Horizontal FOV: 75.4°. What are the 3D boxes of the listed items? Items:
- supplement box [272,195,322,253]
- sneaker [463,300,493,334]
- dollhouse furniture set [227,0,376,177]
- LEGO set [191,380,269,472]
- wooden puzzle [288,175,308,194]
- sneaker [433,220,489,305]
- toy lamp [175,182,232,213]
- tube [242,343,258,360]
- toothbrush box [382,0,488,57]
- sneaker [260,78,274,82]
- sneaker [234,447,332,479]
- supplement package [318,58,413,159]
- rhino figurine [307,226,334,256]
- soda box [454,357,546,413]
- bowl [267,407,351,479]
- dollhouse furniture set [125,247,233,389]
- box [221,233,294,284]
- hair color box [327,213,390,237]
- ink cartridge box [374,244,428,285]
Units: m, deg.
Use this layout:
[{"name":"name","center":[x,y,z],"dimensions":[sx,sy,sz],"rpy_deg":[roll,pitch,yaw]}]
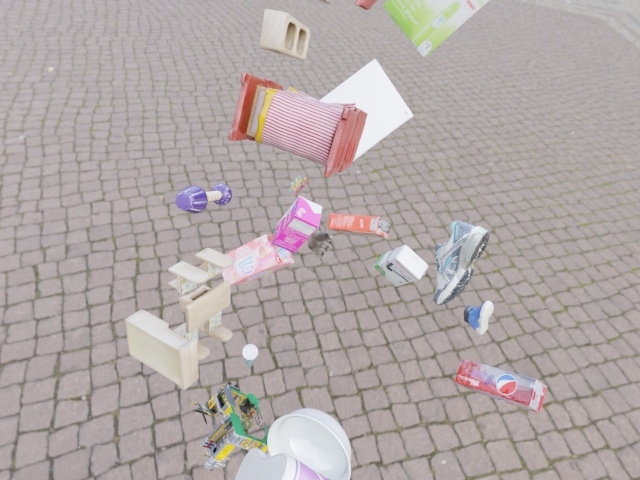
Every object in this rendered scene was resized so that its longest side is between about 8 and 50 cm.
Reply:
[{"name":"supplement box","center":[-0.096,-0.061,1.687],"dimensions":[0.114,0.220,0.111],"rpy_deg":[25,48,-19]},{"name":"sneaker","center":[0.508,0.235,1.351],"dimensions":[0.058,0.152,0.084],"rpy_deg":[-32,47,-19]},{"name":"dollhouse furniture set","center":[-0.004,-0.322,0.704],"dimensions":[0.201,0.374,0.152],"rpy_deg":[20,20,13]},{"name":"LEGO set","center":[-0.336,0.721,1.553],"dimensions":[0.192,0.255,0.331],"rpy_deg":[-48,44,3]},{"name":"wooden puzzle","center":[-0.078,-0.185,1.379],"dimensions":[0.006,0.083,0.049],"rpy_deg":[21,33,-53]},{"name":"sneaker","center":[0.404,0.068,1.265],"dimensions":[0.110,0.283,0.122],"rpy_deg":[-8,35,-46]},{"name":"toy lamp","center":[-0.328,-0.124,1.173],"dimensions":[0.080,0.080,0.274],"rpy_deg":[14,13,3]},{"name":"tube","center":[-0.260,0.413,1.488],"dimensions":[0.052,0.207,0.080],"rpy_deg":[-7,71,-16]},{"name":"toothbrush box","center":[0.357,-0.718,1.199],"dimensions":[0.206,0.283,0.122],"rpy_deg":[47,54,-11]},{"name":"sneaker","center":[-0.156,-0.437,1.242],"dimensions":[0.083,0.087,0.221],"rpy_deg":[-11,15,-9]},{"name":"sneaker","center":[-0.061,0.470,0.767],"dimensions":[0.161,0.282,0.102],"rpy_deg":[32,58,-14]},{"name":"supplement package","center":[0.109,-0.382,1.284],"dimensions":[0.262,0.145,0.204],"rpy_deg":[-37,100,2]},{"name":"rhino figurine","center":[0.000,0.000,1.888],"dimensions":[0.106,0.243,0.073],"rpy_deg":[31,69,-1]},{"name":"soda box","center":[0.587,0.475,1.365],"dimensions":[0.263,0.083,0.092],"rpy_deg":[3,62,53]},{"name":"bowl","center":[-0.017,0.671,1.370],"dimensions":[0.298,0.297,0.134],"rpy_deg":[27,23,16]},{"name":"dollhouse furniture set","center":[-0.432,0.289,1.470],"dimensions":[0.257,0.362,0.394],"rpy_deg":[21,30,23]},{"name":"box","center":[-0.294,0.089,1.870],"dimensions":[0.154,0.300,0.142],"rpy_deg":[2,66,-62]},{"name":"hair color box","center":[0.096,-0.037,1.043],"dimensions":[0.141,0.043,0.072],"rpy_deg":[5,-7,35]},{"name":"ink cartridge box","center":[0.365,0.118,1.894],"dimensions":[0.153,0.208,0.087],"rpy_deg":[41,64,-6]}]
